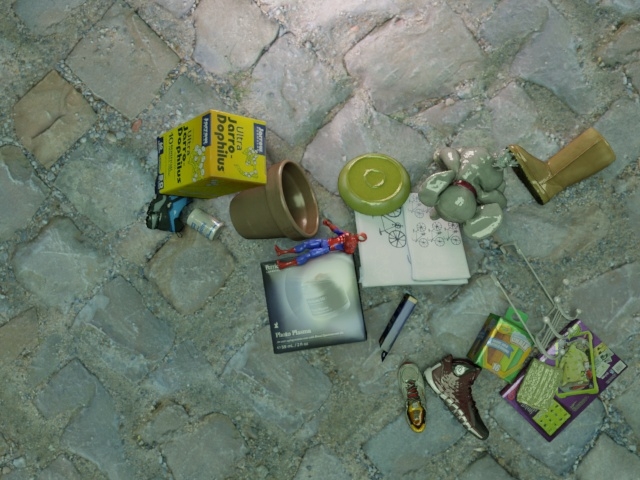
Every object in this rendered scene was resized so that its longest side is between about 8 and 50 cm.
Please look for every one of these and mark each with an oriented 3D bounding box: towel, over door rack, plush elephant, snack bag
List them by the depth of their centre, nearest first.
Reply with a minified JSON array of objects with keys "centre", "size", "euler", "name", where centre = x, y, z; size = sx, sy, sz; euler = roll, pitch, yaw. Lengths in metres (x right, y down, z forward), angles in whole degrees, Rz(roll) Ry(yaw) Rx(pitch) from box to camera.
[{"centre":[0.426,-0.142,1.577],"size":[0.272,0.330,0.255],"euler":[45,81,-2],"name":"plush elephant"},{"centre":[0.653,0.165,1.594],"size":[0.324,0.239,0.108],"euler":[49,136,4],"name":"over door rack"},{"centre":[0.684,0.452,1.640],"size":[0.110,0.027,0.148],"euler":[22,91,7],"name":"towel"},{"centre":[0.276,-0.010,1.653],"size":[0.343,0.037,0.323],"euler":[-2,64,-4],"name":"snack bag"}]

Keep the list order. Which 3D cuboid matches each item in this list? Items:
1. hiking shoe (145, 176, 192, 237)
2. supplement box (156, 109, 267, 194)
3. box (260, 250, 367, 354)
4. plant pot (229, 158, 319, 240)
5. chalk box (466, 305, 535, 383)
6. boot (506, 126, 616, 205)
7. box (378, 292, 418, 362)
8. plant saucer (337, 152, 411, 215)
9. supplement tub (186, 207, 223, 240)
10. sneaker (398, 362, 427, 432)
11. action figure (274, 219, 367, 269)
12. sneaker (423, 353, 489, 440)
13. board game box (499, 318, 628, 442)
[{"centre":[-0.499,-0.171,1.795],"size":[0.132,0.113,0.304],"euler":[17,82,-24],"name":"hiking shoe"},{"centre":[-0.345,-0.251,1.627],"size":[0.356,0.195,0.194],"euler":[-7,83,48],"name":"supplement box"},{"centre":[-0.018,0.189,1.683],"size":[0.296,0.183,0.294],"euler":[-10,86,4],"name":"box"},{"centre":[-0.160,-0.101,1.693],"size":[0.229,0.263,0.263],"euler":[-18,86,22],"name":"plant pot"},{"centre":[0.578,0.314,1.647],"size":[0.132,0.132,0.213],"euler":[29,91,5],"name":"chalk box"},{"centre":[0.762,-0.274,1.682],"size":[0.269,0.089,0.236],"euler":[-35,96,3],"name":"boot"},{"centre":[0.238,0.276,1.677],"size":[0.036,0.136,0.225],"euler":[28,90,5],"name":"box"},{"centre":[0.175,-0.194,1.704],"size":[0.241,0.037,0.241],"euler":[-1,63,2],"name":"plant saucer"},{"centre":[-0.391,-0.055,1.781],"size":[0.107,0.071,0.071],"euler":[32,91,6],"name":"supplement tub"},{"centre":[0.305,0.505,1.684],"size":[0.088,0.093,0.225],"euler":[-12,86,5],"name":"sneaker"},{"centre":[0.000,0.000,1.555],"size":[0.280,0.139,0.091],"euler":[-12,55,-1],"name":"action figure"},{"centre":[0.472,0.481,1.658],"size":[0.162,0.106,0.281],"euler":[-42,84,7],"name":"sneaker"},{"centre":[0.769,0.443,1.669],"size":[0.347,0.056,0.208],"euler":[-45,89,2],"name":"board game box"}]
